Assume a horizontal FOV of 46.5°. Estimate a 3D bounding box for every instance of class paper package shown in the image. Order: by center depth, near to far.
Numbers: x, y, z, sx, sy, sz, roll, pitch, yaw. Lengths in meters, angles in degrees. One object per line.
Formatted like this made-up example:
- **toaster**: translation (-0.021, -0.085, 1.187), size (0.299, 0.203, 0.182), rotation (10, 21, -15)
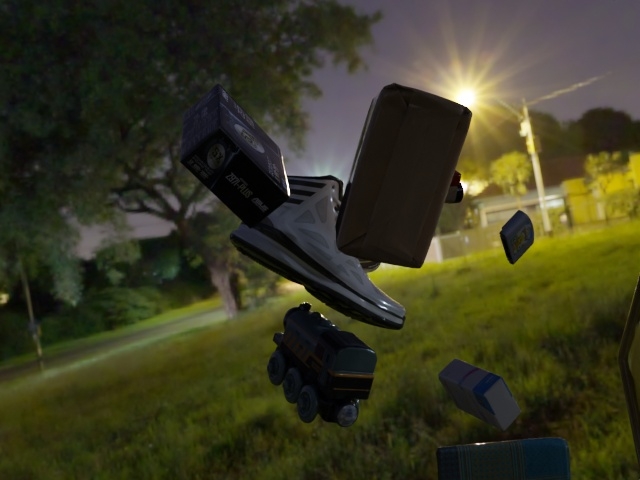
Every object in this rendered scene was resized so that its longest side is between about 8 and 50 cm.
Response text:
- **paper package**: translation (0.142, -0.121, 1.418), size (0.168, 0.309, 0.325), rotation (17, 8, -2)

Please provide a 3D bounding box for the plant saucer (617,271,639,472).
- **plant saucer**: translation (0.486, 0.182, 1.027), size (0.081, 0.332, 0.333), rotation (0, 43, 10)

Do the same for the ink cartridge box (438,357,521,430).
- **ink cartridge box**: translation (0.273, 0.264, 1.290), size (0.052, 0.088, 0.122), rotation (-41, 25, -19)

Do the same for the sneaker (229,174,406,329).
- **sneaker**: translation (0.046, 0.006, 1.667), size (0.447, 0.257, 0.169), rotation (32, -13, -15)

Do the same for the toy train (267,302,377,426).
- **toy train**: translation (-0.003, 0.260, 1.587), size (0.142, 0.190, 0.334), rotation (11, 11, -28)

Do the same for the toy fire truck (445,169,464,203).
- **toy fire truck**: translation (0.249, -0.229, 1.811), size (0.159, 0.246, 0.217), rotation (-3, 26, -20)

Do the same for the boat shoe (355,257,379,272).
- **boat shoe**: translation (0.000, 0.000, 1.812), size (0.324, 0.116, 0.096), rotation (13, -21, -3)

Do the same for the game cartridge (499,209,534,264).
- **game cartridge**: translation (0.295, -0.006, 1.113), size (0.017, 0.056, 0.083), rotation (31, -17, 39)

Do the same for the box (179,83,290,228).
- **box**: translation (-0.126, -0.127, 1.094), size (0.077, 0.147, 0.180), rotation (-38, 28, 14)

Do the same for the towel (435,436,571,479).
- **towel**: translation (0.492, 0.669, 1.979), size (0.370, 0.271, 0.040), rotation (-1, -6, -9)
